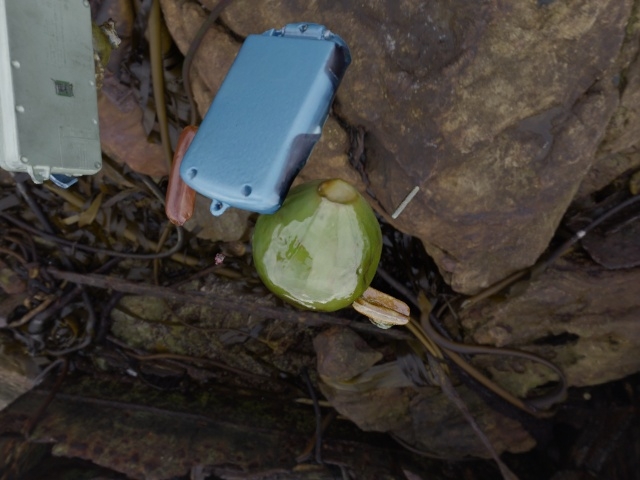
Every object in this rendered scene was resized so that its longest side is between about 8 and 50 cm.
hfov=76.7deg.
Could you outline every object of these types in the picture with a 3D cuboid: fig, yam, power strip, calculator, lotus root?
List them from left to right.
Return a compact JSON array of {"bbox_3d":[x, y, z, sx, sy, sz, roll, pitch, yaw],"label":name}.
[{"bbox_3d":[-0.356,-0.208,0.529,0.046,0.118,0.270,1,96,27],"label":"power strip"},{"bbox_3d":[-0.645,-0.517,1.081,0.154,0.278,0.154,33,144,29],"label":"lotus root"},{"bbox_3d":[-0.073,-0.163,0.533,0.173,0.292,0.051,20,170,26],"label":"calculator"},{"bbox_3d":[-0.002,0.010,0.627,0.207,0.207,0.230,28,169,-12],"label":"fig"},{"bbox_3d":[0.244,-0.110,1.168,0.021,0.021,0.116,40,88,-20],"label":"yam"}]

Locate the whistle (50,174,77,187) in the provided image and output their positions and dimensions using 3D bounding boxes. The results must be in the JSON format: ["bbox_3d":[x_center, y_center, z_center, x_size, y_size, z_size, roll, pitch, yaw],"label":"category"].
[{"bbox_3d":[-0.549,-0.186,0.759,0.269,0.093,0.180,20,139,25],"label":"whistle"}]

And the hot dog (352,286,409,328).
[{"bbox_3d":[0.105,0.122,0.717,0.133,0.056,0.041,26,141,-24],"label":"hot dog"}]

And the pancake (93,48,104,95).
[{"bbox_3d":[-0.589,-0.355,0.892,0.212,0.235,0.029,-42,80,13],"label":"pancake"}]

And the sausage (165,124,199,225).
[{"bbox_3d":[-0.397,-0.191,1.185,0.089,0.083,0.299,15,92,23],"label":"sausage"}]

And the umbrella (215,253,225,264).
[{"bbox_3d":[-0.289,0.052,1.155,0.025,0.165,0.027,-22,91,-18],"label":"umbrella"}]
